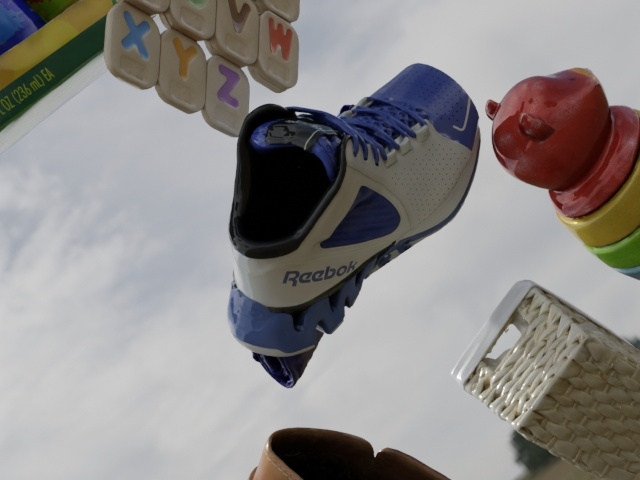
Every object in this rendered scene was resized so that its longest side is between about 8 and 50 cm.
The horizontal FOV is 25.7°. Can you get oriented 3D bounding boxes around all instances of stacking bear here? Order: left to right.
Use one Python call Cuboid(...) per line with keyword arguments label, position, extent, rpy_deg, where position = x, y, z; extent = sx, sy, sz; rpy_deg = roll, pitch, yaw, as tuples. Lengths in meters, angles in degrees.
Cuboid(label="stacking bear", position=(0.289, -0.062, 1.332), extent=(0.164, 0.289, 0.175), rpy_deg=(-57, 22, 9))

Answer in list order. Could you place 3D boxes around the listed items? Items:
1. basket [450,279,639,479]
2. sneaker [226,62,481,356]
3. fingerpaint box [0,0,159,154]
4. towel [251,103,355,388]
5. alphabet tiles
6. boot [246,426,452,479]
Cuboid(label="basket", position=(0.217, 0.127, 1.202), extent=(0.167, 0.103, 0.113), rpy_deg=(31, -81, -33))
Cuboid(label="sneaker", position=(0.026, -0.061, 1.202), extent=(0.315, 0.127, 0.182), rpy_deg=(-49, -29, -27))
Cuboid(label="fingerpaint box", position=(-0.416, -0.261, 1.422), extent=(0.163, 0.371, 0.445), rpy_deg=(-39, 6, 46))
Cuboid(label="towel", position=(0.000, 0.000, 1.664), extent=(0.308, 0.076, 0.227), rpy_deg=(-60, -17, -26))
Cuboid(label="alphabet tiles", position=(-0.115, -0.242, 1.241), extent=(0.021, 0.278, 0.284), rpy_deg=(-17, -28, 37))
Cuboid(label="boot", position=(-0.046, 0.204, 0.888), extent=(0.220, 0.284, 0.109), rpy_deg=(97, -169, -46))
